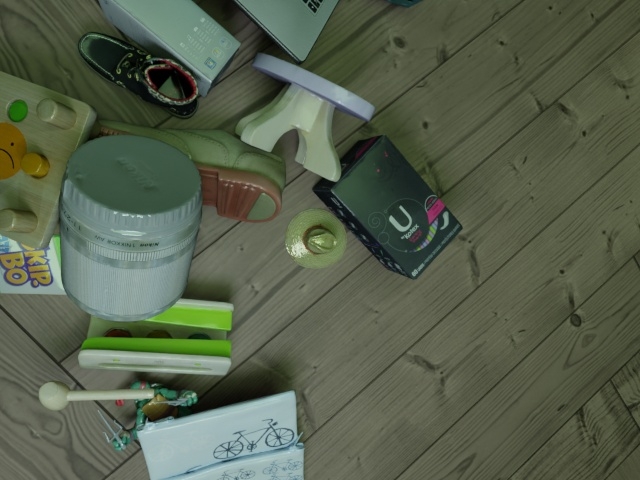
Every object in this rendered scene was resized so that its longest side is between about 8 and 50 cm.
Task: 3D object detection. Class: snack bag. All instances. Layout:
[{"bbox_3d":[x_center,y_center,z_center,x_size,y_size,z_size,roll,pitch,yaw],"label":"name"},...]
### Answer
[{"bbox_3d":[-0.186,0.462,1.035,0.322,0.037,0.343,-9,122,-16],"label":"snack bag"}]

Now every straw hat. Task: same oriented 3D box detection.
[{"bbox_3d":[0.000,0.000,1.084,0.144,0.061,0.145,-2,98,-17],"label":"straw hat"}]

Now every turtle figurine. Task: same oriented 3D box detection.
[{"bbox_3d":[-0.316,0.349,1.004,0.175,0.118,0.234,-37,120,2],"label":"turtle figurine"}]

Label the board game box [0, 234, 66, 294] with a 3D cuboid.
[{"bbox_3d":[-0.577,0.037,0.930,0.259,0.039,0.124,3,97,-20],"label":"board game box"}]

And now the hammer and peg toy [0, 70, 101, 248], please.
[{"bbox_3d":[-0.576,-0.158,0.842,0.361,0.127,0.266,20,91,8],"label":"hammer and peg toy"}]

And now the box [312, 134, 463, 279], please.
[{"bbox_3d":[0.142,-0.070,1.074,0.270,0.143,0.165,45,83,-16],"label":"box"}]

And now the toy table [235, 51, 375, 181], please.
[{"bbox_3d":[-0.043,-0.235,0.964,0.252,0.274,0.161,14,105,-51],"label":"toy table"}]

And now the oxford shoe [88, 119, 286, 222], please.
[{"bbox_3d":[-0.258,-0.155,0.972,0.396,0.140,0.147,19,50,-9],"label":"oxford shoe"}]

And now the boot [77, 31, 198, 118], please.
[{"bbox_3d":[-0.320,-0.306,0.886,0.236,0.178,0.085,30,88,-19],"label":"boot"}]

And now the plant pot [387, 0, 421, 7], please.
[{"bbox_3d":[0.181,-0.618,1.015,0.165,0.166,0.234,10,101,-18],"label":"plant pot"}]

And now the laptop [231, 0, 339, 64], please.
[{"bbox_3d":[-0.032,-0.588,0.785,0.382,0.236,0.408,37,61,-26],"label":"laptop"}]

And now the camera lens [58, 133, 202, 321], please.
[{"bbox_3d":[-0.325,-0.012,0.856,0.219,0.219,0.274,9,133,-18],"label":"camera lens"}]

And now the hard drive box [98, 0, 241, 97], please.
[{"bbox_3d":[-0.270,-0.377,0.893,0.232,0.181,0.089,37,85,-18],"label":"hard drive box"}]

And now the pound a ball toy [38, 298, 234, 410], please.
[{"bbox_3d":[-0.336,0.223,0.954,0.319,0.136,0.208,7,59,-17],"label":"pound a ball toy"}]
